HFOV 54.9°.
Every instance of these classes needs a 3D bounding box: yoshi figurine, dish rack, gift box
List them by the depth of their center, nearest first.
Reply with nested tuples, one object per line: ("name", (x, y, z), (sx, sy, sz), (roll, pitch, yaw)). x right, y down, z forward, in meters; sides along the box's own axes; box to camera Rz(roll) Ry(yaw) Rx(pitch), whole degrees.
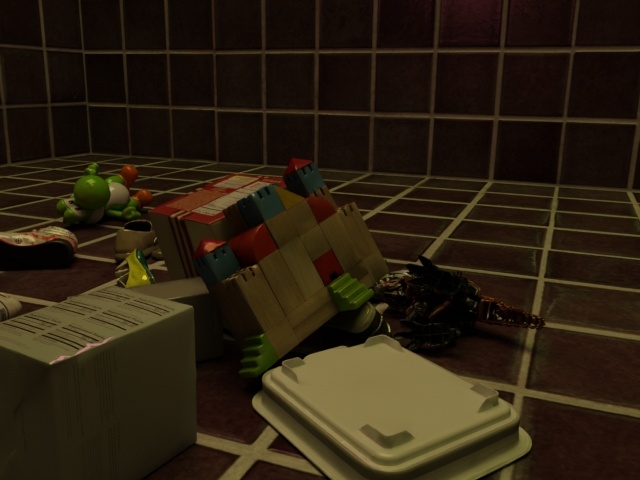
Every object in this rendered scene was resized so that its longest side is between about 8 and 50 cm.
("dish rack", (0.088, 0.221, 0.856), (0.285, 0.073, 0.332), (-10, 17, -33))
("gift box", (-0.140, 0.023, 1.217), (0.276, 0.258, 0.255), (-26, 26, -33))
("yoshi figurine", (-0.699, -0.154, 2.034), (0.203, 0.203, 0.362), (13, 20, 17))

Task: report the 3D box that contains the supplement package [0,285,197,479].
("supplement package", (-0.271, 0.181, 0.734), (0.149, 0.194, 0.203), (10, 16, 30))

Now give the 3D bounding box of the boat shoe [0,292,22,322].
("boat shoe", (-0.701, 0.117, 1.166), (0.267, 0.096, 0.088), (4, 11, 8))

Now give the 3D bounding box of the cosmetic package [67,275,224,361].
("cosmetic package", (-0.285, 0.144, 1.020), (0.237, 0.127, 0.107), (-9, 17, -27))

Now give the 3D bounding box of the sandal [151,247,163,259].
("sandal", (-0.393, 0.009, 1.686), (0.072, 0.049, 0.180), (8, 16, 25))

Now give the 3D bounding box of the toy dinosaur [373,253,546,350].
("toy dinosaur", (0.244, 0.112, 1.159), (0.321, 0.165, 0.218), (-15, -12, 30))

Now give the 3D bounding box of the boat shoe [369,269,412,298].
("boat shoe", (0.133, 0.104, 1.336), (0.183, 0.065, 0.083), (1, 14, 28))

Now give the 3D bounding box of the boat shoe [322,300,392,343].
("boat shoe", (0.051, 0.146, 1.173), (0.079, 0.084, 0.233), (36, -10, -26))

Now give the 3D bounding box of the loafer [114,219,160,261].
("loafer", (-0.482, -0.014, 1.686), (0.101, 0.092, 0.268), (2, 14, 3))

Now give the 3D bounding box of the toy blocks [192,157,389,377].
("toy blocks", (-0.057, 0.014, 1.041), (0.381, 0.261, 0.190), (-34, 10, -38))

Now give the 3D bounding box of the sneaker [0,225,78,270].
("sneaker", (-0.760, 0.015, 1.569), (0.269, 0.090, 0.145), (2, 13, -11))

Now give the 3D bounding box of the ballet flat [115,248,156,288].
("ballet flat", (-0.423, 0.076, 1.392), (0.077, 0.077, 0.231), (-21, 23, -16))
